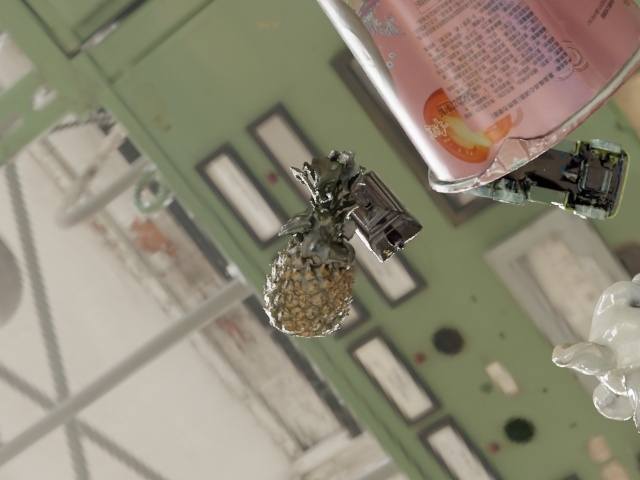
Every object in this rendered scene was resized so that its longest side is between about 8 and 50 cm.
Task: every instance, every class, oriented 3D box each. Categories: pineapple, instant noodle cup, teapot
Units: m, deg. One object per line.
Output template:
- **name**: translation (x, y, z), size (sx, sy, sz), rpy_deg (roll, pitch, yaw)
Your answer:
- **pineapple**: translation (0.000, 0.000, 1.598), size (0.125, 0.251, 0.125), rpy_deg (7, -145, -5)
- **instant noodle cup**: translation (0.119, -0.200, 1.107), size (0.231, 0.243, 0.243), rpy_deg (49, -155, -15)
- **teapot**: translation (0.076, -0.047, 1.977), size (0.177, 0.087, 0.096), rpy_deg (52, -176, 25)

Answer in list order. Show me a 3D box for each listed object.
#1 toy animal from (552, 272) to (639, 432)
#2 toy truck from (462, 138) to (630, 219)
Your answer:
- **toy animal**: translation (0.498, 0.193, 2.092), size (0.196, 0.241, 0.367), rpy_deg (32, -169, 19)
- **toy truck**: translation (0.216, -0.078, 1.384), size (0.191, 0.085, 0.116), rpy_deg (9, -176, -14)
